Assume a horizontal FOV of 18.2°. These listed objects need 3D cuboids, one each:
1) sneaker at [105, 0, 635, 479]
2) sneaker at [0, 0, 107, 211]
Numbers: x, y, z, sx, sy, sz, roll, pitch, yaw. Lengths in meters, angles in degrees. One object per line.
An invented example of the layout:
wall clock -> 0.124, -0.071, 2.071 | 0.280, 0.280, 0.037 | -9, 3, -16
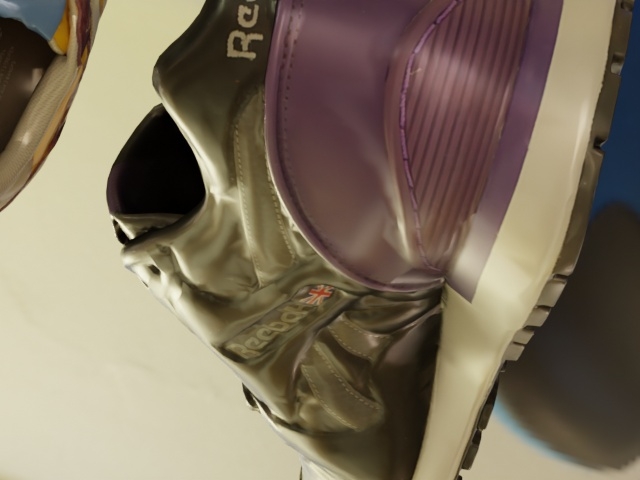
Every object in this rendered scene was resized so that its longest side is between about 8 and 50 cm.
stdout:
sneaker -> 0.000, 0.000, 0.597 | 0.124, 0.107, 0.283 | 14, 149, 0
sneaker -> -0.089, -0.092, 0.629 | 0.069, 0.185, 0.084 | 15, -179, -16
